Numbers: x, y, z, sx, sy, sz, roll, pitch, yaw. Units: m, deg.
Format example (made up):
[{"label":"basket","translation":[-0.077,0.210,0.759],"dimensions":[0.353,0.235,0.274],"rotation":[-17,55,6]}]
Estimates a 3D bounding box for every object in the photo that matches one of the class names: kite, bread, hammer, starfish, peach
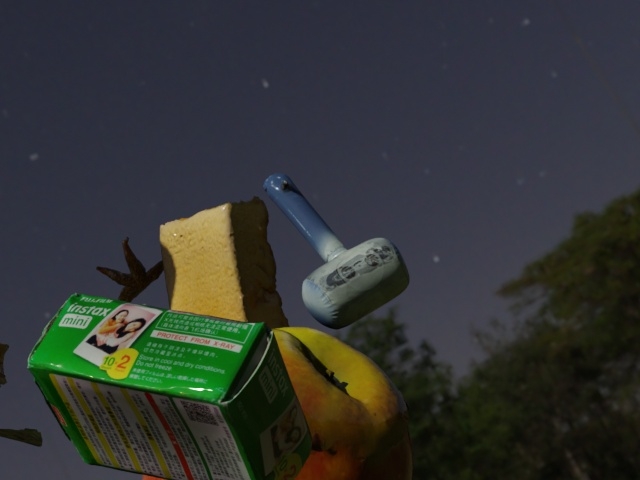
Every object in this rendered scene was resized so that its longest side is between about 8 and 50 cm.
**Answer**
[{"label":"kite","translation":[-0.575,0.326,2.215],"dimensions":[0.229,0.012,0.250],"rotation":[-4,-24,36]},{"label":"bread","translation":[-0.146,0.086,1.974],"dimensions":[0.185,0.275,0.114],"rotation":[-18,-10,42]},{"label":"hammer","translation":[0.000,0.000,1.349],"dimensions":[0.116,0.194,0.069],"rotation":[-30,-23,-23]},{"label":"starfish","translation":[-0.291,0.054,2.056],"dimensions":[0.130,0.041,0.133],"rotation":[-22,-51,-10]},{"label":"peach","translation":[-0.056,0.298,1.672],"dimensions":[0.370,0.370,0.370],"rotation":[-24,-18,-8]}]

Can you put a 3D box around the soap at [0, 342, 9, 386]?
[{"label":"soap","translation":[-0.622,0.194,2.007],"dimensions":[0.135,0.076,0.233],"rotation":[-31,-34,25]}]

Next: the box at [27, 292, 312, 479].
[{"label":"box","translation":[-0.144,0.153,1.222],"dimensions":[0.250,0.103,0.180],"rotation":[7,-43,25]}]
